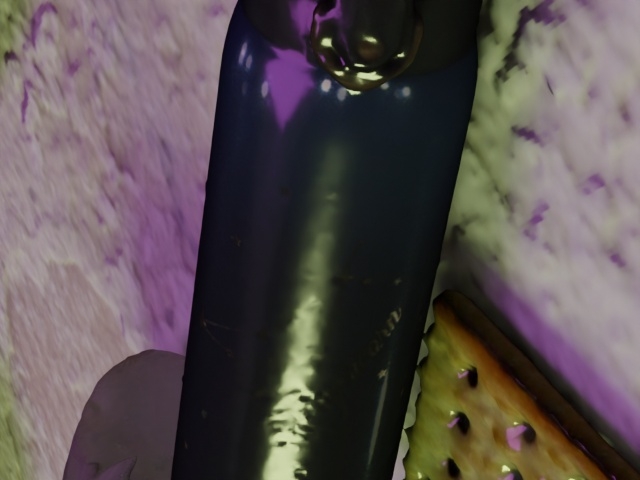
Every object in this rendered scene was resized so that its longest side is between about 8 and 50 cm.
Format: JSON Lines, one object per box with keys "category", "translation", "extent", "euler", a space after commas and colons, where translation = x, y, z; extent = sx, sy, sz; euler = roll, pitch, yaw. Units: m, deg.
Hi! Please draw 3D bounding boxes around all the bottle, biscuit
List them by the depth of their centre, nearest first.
{"category": "bottle", "translation": [0.000, 0.000, 0.562], "extent": [0.082, 0.072, 0.244], "euler": [-86, 4, -54]}
{"category": "biscuit", "translation": [0.062, 0.134, 0.621], "extent": [0.139, 0.016, 0.231], "euler": [48, 146, 39]}

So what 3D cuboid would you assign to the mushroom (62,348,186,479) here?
{"category": "mushroom", "translation": [-0.041, 0.223, 0.804], "extent": [0.159, 0.122, 0.329], "euler": [-80, -14, -63]}
